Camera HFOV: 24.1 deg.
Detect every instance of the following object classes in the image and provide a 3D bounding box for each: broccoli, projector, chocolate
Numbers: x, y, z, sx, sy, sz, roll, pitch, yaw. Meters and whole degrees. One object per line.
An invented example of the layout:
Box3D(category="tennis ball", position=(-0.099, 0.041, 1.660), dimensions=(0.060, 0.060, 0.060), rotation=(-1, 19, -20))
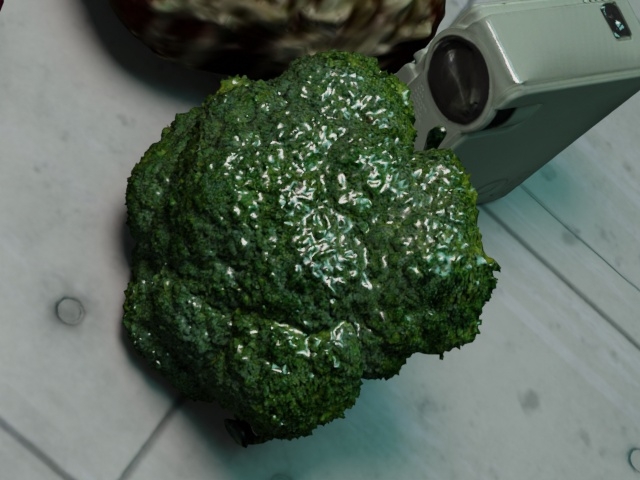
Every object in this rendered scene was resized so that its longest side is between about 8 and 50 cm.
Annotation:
Box3D(category="broccoli", position=(0.000, 0.000, 1.197), dimensions=(0.283, 0.304, 0.321), rotation=(25, 50, -57))
Box3D(category="projector", position=(0.146, -0.119, 1.333), dimensions=(0.192, 0.256, 0.099), rotation=(-14, 73, -36))
Box3D(category="chocolate", position=(-0.038, -0.240, 1.280), dimensions=(0.340, 0.225, 0.210), rotation=(6, 52, -21))

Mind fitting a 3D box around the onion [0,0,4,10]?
Box3D(category="onion", position=(-0.350, -0.264, 1.021), dimensions=(0.347, 0.385, 0.348), rotation=(22, 39, -19))
